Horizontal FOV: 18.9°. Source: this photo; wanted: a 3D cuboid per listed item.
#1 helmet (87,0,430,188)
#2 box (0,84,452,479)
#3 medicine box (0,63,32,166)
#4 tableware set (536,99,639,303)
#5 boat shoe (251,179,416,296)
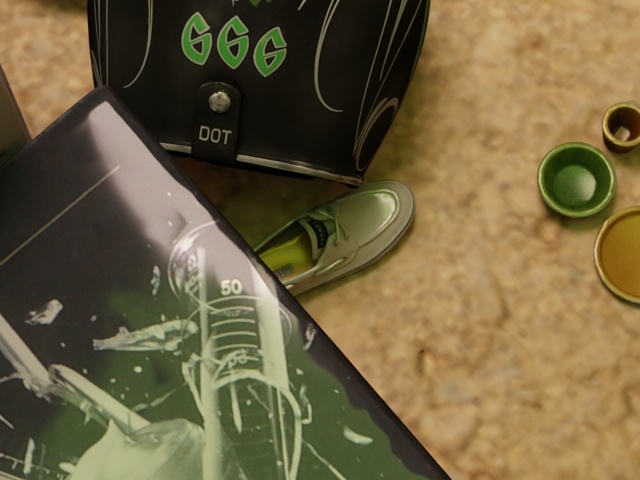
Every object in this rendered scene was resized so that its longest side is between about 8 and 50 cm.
[{"bbox_3d":[-0.027,-0.112,0.864,0.169,0.169,0.161,10,91,4],"label":"helmet"},{"bbox_3d":[-0.104,0.179,0.747,0.343,0.179,0.312,-41,76,-5],"label":"box"},{"bbox_3d":[-0.226,-0.111,0.789,0.149,0.289,0.263,-23,74,-6],"label":"medicine box"},{"bbox_3d":[0.180,-0.005,0.892,0.104,0.024,0.154,-41,78,-10],"label":"tableware set"},{"bbox_3d":[0.000,0.000,0.886,0.100,0.035,0.035,-27,75,-6],"label":"boat shoe"}]
